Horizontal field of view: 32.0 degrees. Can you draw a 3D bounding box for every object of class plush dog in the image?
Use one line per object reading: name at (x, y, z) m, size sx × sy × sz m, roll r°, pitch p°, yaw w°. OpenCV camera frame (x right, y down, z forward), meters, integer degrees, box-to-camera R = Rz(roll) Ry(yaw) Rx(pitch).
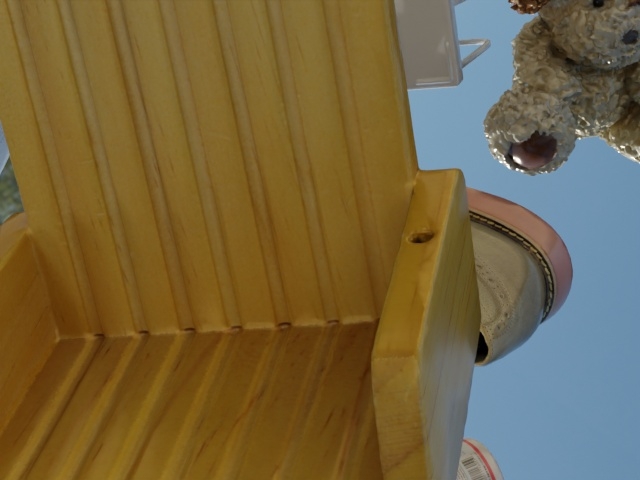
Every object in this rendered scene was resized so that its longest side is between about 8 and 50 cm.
plush dog at (0.282, -0.209, 1.142) m, size 0.262 × 0.225 × 0.211 m, roll -2°, pitch -141°, yaw -16°

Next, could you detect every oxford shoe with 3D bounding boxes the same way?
oxford shoe at (0.000, 0.000, 0.932) m, size 0.396 × 0.141 × 0.146 m, roll 13°, pitch -150°, yaw 28°

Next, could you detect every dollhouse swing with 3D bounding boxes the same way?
dollhouse swing at (-0.101, -0.006, 0.692) m, size 0.346 × 0.305 × 0.315 m, roll -4°, pitch -146°, yaw 17°

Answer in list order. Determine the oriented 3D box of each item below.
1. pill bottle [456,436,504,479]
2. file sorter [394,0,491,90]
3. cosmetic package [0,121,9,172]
pill bottle at (0.089, 0.250, 1.051) m, size 0.160 × 0.087 × 0.087 m, roll -16°, pitch -166°, yaw -24°
file sorter at (0.061, -0.308, 1.155) m, size 0.192 × 0.278 × 0.173 m, roll 0°, pitch -160°, yaw 27°
cosmetic package at (-0.439, -0.157, 1.282) m, size 0.184 × 0.151 × 0.152 m, roll 111°, pitch 0°, yaw -70°
